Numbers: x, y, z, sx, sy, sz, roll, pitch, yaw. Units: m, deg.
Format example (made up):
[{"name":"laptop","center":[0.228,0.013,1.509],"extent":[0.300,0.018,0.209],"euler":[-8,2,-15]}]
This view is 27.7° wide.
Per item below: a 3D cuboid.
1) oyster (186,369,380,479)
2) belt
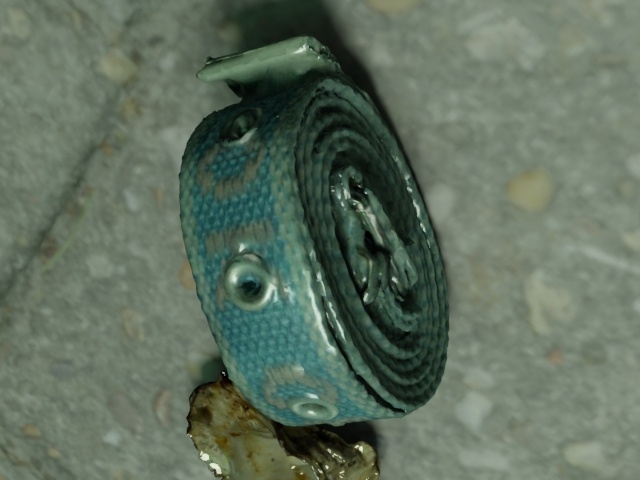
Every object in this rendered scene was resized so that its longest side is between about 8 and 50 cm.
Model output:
[{"name":"oyster","center":[-0.007,0.145,0.755],"extent":[0.177,0.056,0.105],"euler":[49,140,-7]},{"name":"belt","center":[0.004,0.007,0.610],"extent":[0.082,0.147,0.163],"euler":[-12,141,29]}]
